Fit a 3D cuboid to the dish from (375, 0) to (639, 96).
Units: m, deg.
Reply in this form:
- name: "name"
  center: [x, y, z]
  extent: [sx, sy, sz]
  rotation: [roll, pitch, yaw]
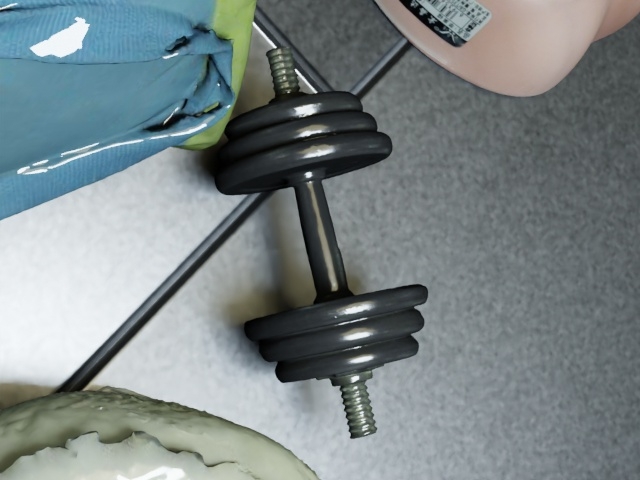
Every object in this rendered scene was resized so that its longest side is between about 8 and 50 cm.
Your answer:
- name: "dish"
  center: [0.128, -0.198, 0.703]
  extent: [0.213, 0.090, 0.213]
  rotation: [3, 83, -23]

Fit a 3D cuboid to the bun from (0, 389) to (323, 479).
- name: "bun"
  center: [-0.088, 0.180, 0.531]
  extent: [0.239, 0.141, 0.239]
  rotation: [-2, 101, -10]

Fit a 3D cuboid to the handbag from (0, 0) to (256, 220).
- name: "handbag"
  center: [-0.168, -0.119, 0.480]
  extent: [0.241, 0.263, 0.222]
  rotation: [-22, 70, -24]

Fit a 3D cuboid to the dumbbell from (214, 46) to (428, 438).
- name: "dumbbell"
  center: [0.000, 0.000, 0.620]
  extent: [0.099, 0.099, 0.208]
  rotation: [-11, 86, -24]

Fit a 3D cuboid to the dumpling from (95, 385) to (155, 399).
- name: "dumpling"
  center: [-0.091, 0.111, 0.601]
  extent: [0.077, 0.043, 0.059]
  rotation: [35, 88, -32]
